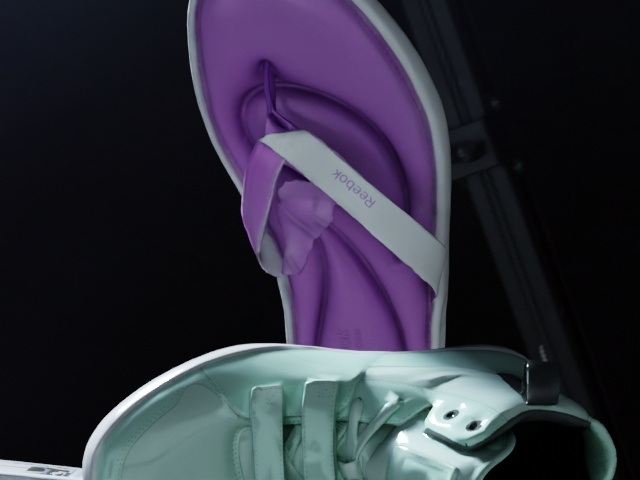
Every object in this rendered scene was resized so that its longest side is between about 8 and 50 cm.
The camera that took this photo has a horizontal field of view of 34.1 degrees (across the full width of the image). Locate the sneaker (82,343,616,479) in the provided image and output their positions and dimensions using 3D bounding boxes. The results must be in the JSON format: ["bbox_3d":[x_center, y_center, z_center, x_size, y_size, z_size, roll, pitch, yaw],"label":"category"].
[{"bbox_3d":[0.011,0.101,0.504,0.256,0.151,0.094,-9,-85,-9],"label":"sneaker"}]

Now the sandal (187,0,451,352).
[{"bbox_3d":[0.015,-0.002,0.740,0.169,0.102,0.416,-6,-56,18],"label":"sandal"}]

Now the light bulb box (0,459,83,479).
[{"bbox_3d":[-0.422,0.415,1.128,0.361,0.225,0.358,8,-101,-7],"label":"light bulb box"}]
